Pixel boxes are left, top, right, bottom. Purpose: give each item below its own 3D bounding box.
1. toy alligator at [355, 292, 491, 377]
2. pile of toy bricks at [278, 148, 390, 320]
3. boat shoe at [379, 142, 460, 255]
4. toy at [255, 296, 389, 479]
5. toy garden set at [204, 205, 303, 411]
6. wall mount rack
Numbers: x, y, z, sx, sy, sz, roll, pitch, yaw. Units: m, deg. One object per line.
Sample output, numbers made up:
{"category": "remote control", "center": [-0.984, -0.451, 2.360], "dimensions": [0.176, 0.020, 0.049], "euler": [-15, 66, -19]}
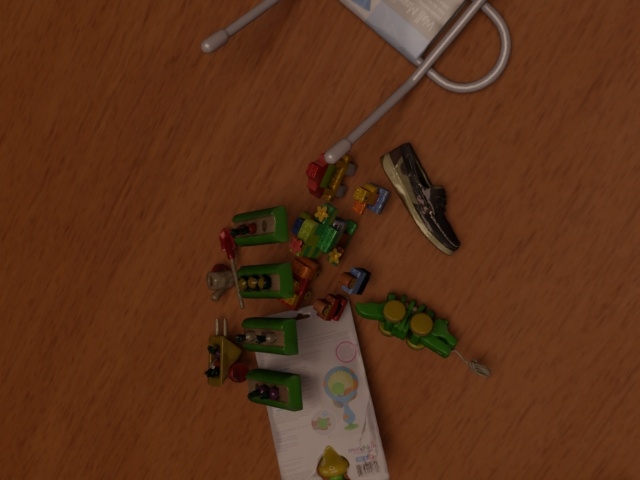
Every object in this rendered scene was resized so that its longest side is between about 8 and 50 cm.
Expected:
{"category": "toy alligator", "center": [0.136, 0.110, 1.035], "dimensions": [0.189, 0.056, 0.051], "euler": [25, 62, 12]}
{"category": "pile of toy bricks", "center": [0.000, 0.000, 1.014], "dimensions": [0.118, 0.105, 0.212], "euler": [31, 103, 32]}
{"category": "boat shoe", "center": [0.131, -0.053, 1.013], "dimensions": [0.049, 0.056, 0.152], "euler": [-36, 86, 22]}
{"category": "toy", "center": [-0.001, 0.207, 1.071], "dimensions": [0.136, 0.056, 0.238], "euler": [-14, 75, 4]}
{"category": "toy garden set", "center": [-0.104, 0.088, 1.044], "dimensions": [0.203, 0.049, 0.245], "euler": [-6, 88, 58]}
{"category": "wall mount rack", "center": [0.044, -0.275, 0.974], "dimensions": [0.350, 0.130, 0.304], "euler": [43, 105, 8]}
